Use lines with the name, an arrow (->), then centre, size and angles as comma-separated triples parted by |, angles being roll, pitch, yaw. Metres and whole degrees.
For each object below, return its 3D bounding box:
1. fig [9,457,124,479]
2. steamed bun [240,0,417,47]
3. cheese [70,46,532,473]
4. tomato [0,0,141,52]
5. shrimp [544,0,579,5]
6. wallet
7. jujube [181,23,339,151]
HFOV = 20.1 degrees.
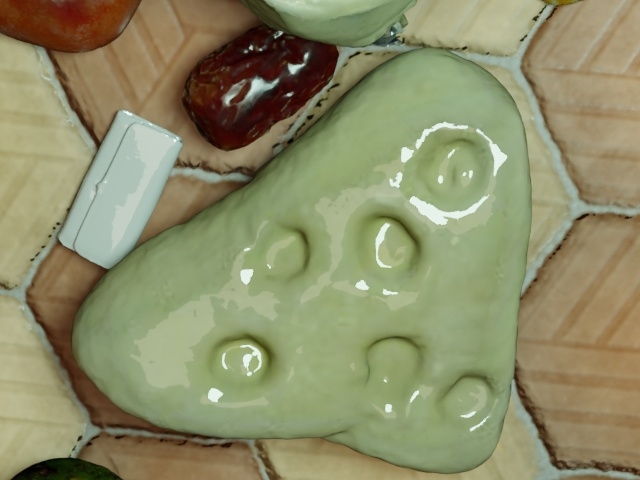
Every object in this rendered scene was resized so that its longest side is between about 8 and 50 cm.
fig -> -0.217, 0.258, 1.484 | 0.123, 0.123, 0.156 | 12, 118, -4
steamed bun -> 0.033, -0.273, 1.288 | 0.320, 0.206, 0.275 | 2, 91, 0
cheese -> 0.000, 0.000, 1.401 | 0.351, 0.129, 0.328 | 11, 108, -6
tomato -> -0.203, -0.215, 1.369 | 0.156, 0.069, 0.155 | 0, 105, -1
shrimp -> 0.209, -0.231, 1.391 | 0.114, 0.023, 0.083 | -18, 103, 9
wallet -> -0.160, -0.040, 1.444 | 0.061, 0.025, 0.122 | 27, 105, -1
jujube -> -0.045, -0.126, 1.394 | 0.129, 0.077, 0.077 | -34, 104, 2
